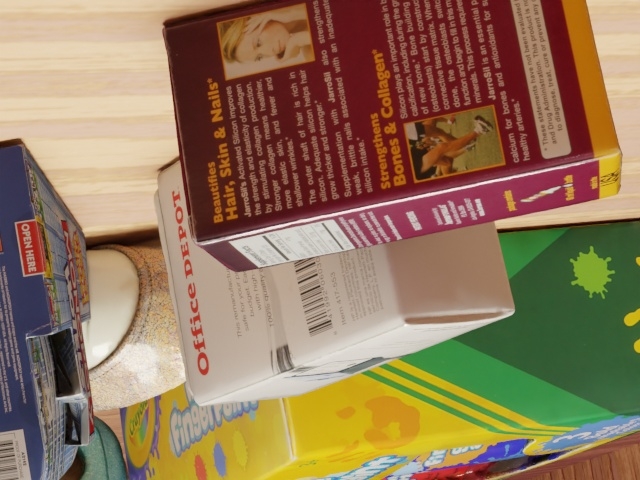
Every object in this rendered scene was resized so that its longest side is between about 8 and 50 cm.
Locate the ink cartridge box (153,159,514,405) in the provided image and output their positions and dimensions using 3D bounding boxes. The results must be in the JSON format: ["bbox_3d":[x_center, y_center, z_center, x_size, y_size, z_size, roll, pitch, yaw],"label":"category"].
[{"bbox_3d":[0.000,0.000,0.865,0.082,0.140,0.190,-2,165,-36],"label":"ink cartridge box"}]

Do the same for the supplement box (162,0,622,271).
[{"bbox_3d":[0.033,-0.058,0.730,0.188,0.104,0.081,-12,167,8],"label":"supplement box"}]

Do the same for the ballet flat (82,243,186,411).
[{"bbox_3d":[-0.192,0.063,1.075,0.316,0.107,0.106,-18,151,28],"label":"ballet flat"}]

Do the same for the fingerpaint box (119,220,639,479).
[{"bbox_3d":[0.060,0.133,1.390,0.371,0.163,0.445,-4,165,-23],"label":"fingerpaint box"}]

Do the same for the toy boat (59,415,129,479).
[{"bbox_3d":[-0.315,0.225,1.439,0.318,0.267,0.148,14,129,-18],"label":"toy boat"}]

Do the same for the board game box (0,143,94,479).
[{"bbox_3d":[-0.167,0.049,0.929,0.060,0.194,0.194,-9,180,0],"label":"board game box"}]
